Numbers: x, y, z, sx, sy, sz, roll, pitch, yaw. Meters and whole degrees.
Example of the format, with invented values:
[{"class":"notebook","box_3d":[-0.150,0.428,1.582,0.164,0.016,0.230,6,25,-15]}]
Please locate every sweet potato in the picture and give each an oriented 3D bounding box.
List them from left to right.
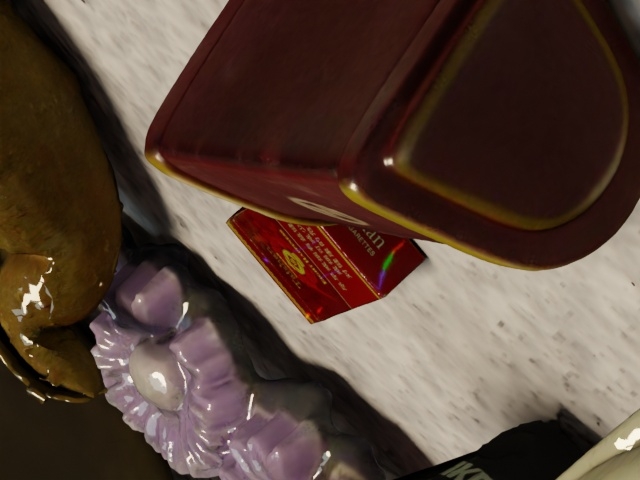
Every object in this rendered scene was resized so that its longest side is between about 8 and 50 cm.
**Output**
[{"class":"sweet potato","box_3d":[-0.166,-0.071,0.814,0.310,0.098,0.124,55,163,-3]}]

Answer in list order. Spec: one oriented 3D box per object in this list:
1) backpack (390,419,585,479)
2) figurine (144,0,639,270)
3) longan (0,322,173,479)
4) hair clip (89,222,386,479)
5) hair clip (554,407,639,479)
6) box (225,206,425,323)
[{"class":"backpack","box_3d":[0.035,0.132,0.648,0.120,0.165,0.106,49,168,16]},{"class":"figurine","box_3d":[0.025,-0.030,0.523,0.098,0.082,0.154,35,168,-26]},{"class":"longan","box_3d":[-0.264,0.162,1.135,0.405,0.336,0.404,12,174,1]},{"class":"hair clip","box_3d":[-0.022,0.089,0.855,0.292,0.084,0.106,45,144,24]},{"class":"hair clip","box_3d":[0.142,0.089,0.445,0.172,0.113,0.282,46,166,10]},{"class":"box","box_3d":[0.000,0.000,0.692,0.051,0.023,0.082,51,161,-4]}]
